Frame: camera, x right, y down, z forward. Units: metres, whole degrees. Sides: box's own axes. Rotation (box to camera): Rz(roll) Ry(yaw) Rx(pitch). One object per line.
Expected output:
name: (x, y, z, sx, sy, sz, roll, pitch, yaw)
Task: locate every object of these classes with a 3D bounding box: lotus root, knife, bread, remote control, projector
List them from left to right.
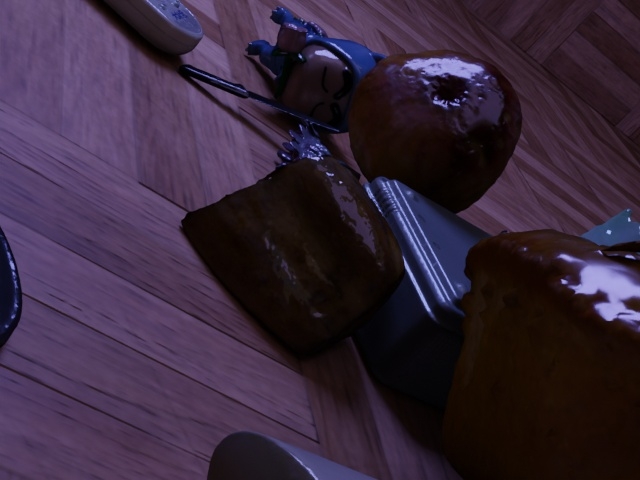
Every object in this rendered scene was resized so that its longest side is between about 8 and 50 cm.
remote control: (-0.203, -0.256, 1.062, 0.221, 0.042, 0.078, 41, 21, -2)
knife: (-0.058, -0.136, 1.084, 0.170, 0.010, 0.023, 21, 22, -17)
lotus root: (0.001, 0.004, 0.833, 0.159, 0.095, 0.135, -14, 59, -47)
projector: (0.136, 0.068, 0.968, 0.256, 0.099, 0.192, 28, 26, -35)
bread: (0.234, 0.123, 0.720, 0.336, 0.204, 0.358, 26, 1, -10)

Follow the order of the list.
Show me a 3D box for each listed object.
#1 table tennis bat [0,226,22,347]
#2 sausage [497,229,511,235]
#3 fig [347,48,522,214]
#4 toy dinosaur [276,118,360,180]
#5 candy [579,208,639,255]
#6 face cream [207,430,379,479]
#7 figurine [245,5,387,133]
table tennis bat: (-0.256, -0.055, 0.583, 0.173, 0.022, 0.301, 10, 39, -55)
sausage: (0.146, 0.017, 0.911, 0.026, 0.026, 0.116, 44, 21, 1)
fig: (0.090, -0.086, 1.088, 0.159, 0.159, 0.257, 44, -19, 2)
toy dinosaur: (-0.005, -0.074, 1.073, 0.082, 0.039, 0.209, 31, 19, -24)
candy: (0.395, 0.175, 1.164, 0.398, 0.172, 0.263, 45, 20, -34)
face cream: (0.098, 0.218, 0.614, 0.348, 0.081, 0.173, 29, 18, -35)
figurine: (-0.018, -0.181, 1.188, 0.144, 0.114, 0.178, 3, 32, -50)
